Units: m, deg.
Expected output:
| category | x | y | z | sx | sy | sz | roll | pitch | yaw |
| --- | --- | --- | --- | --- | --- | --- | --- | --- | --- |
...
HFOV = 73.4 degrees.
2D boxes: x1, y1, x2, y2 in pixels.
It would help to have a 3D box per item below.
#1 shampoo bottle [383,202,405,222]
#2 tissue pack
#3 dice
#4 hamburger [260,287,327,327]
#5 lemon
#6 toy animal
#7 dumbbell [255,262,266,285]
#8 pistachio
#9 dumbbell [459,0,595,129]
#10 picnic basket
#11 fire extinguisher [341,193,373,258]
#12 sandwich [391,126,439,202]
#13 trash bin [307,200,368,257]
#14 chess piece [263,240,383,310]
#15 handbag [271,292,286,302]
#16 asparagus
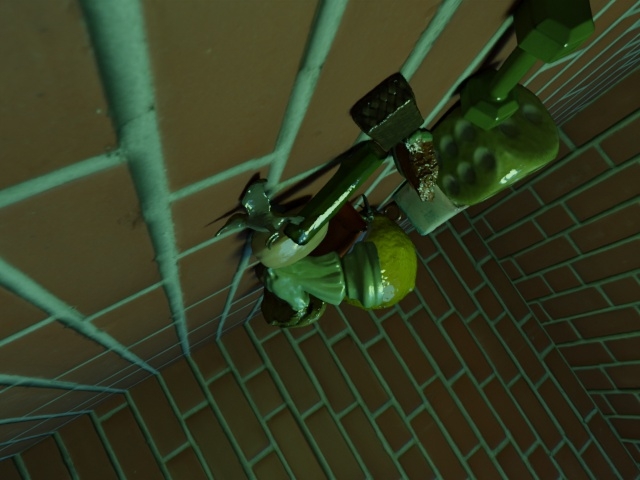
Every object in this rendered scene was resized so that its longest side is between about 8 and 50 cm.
| category | x | y | z | sx | sy | sz | roll | pitch | yaw |
| --- | --- | --- | --- | --- | --- | --- | --- | --- | --- |
| shampoo bottle | 0.344 | -0.124 | 1.860 | 0.085 | 0.086 | 0.244 | -36 | 171 | 23 |
| tissue pack | 0.393 | -0.151 | 1.508 | 0.124 | 0.201 | 0.271 | -36 | 173 | -22 |
| dice | 0.426 | -0.238 | 1.091 | 0.233 | 0.227 | 0.238 | -25 | 170 | -25 |
| hamburger | -0.095 | 0.212 | 1.676 | 0.284 | 0.266 | 0.134 | -12 | 156 | 42 |
| lemon | 0.191 | 0.072 | 1.608 | 0.349 | 0.388 | 0.350 | 1 | -174 | 0 |
| toy animal | -0.116 | -0.031 | 0.806 | 0.155 | 0.095 | 0.219 | -40 | 170 | -10 |
| dumbbell | -0.103 | 0.066 | 1.400 | 0.230 | 0.092 | 0.082 | -33 | 142 | 2 |
| pistachio | -0.064 | -0.010 | 0.998 | 0.200 | 0.117 | 0.145 | -27 | -170 | -11 |
| dumbbell | 0.362 | -0.322 | 0.795 | 0.121 | 0.108 | 0.302 | -29 | 170 | -10 |
| picnic basket | 0.126 | -0.216 | 0.758 | 0.110 | 0.055 | 0.193 | -35 | 169 | 18 |
| fire extinguisher | 0.086 | -0.009 | 1.339 | 0.104 | 0.104 | 0.269 | -17 | 142 | -57 |
| sandwich | 0.220 | -0.184 | 0.960 | 0.079 | 0.159 | 0.235 | -27 | 151 | 5 |
| trash bin | 0.000 | 0.000 | 1.208 | 0.184 | 0.161 | 0.239 | -19 | 157 | -53 |
| chess piece | 0.005 | 0.100 | 1.098 | 0.297 | 0.176 | 0.176 | -6 | 170 | 0 |
| handbag | -0.085 | 0.112 | 1.513 | 0.225 | 0.147 | 0.135 | -34 | 175 | 9 |
| asparagus | 0.033 | -0.099 | 0.887 | 0.278 | 0.067 | 0.060 | -48 | -147 | 4 |
